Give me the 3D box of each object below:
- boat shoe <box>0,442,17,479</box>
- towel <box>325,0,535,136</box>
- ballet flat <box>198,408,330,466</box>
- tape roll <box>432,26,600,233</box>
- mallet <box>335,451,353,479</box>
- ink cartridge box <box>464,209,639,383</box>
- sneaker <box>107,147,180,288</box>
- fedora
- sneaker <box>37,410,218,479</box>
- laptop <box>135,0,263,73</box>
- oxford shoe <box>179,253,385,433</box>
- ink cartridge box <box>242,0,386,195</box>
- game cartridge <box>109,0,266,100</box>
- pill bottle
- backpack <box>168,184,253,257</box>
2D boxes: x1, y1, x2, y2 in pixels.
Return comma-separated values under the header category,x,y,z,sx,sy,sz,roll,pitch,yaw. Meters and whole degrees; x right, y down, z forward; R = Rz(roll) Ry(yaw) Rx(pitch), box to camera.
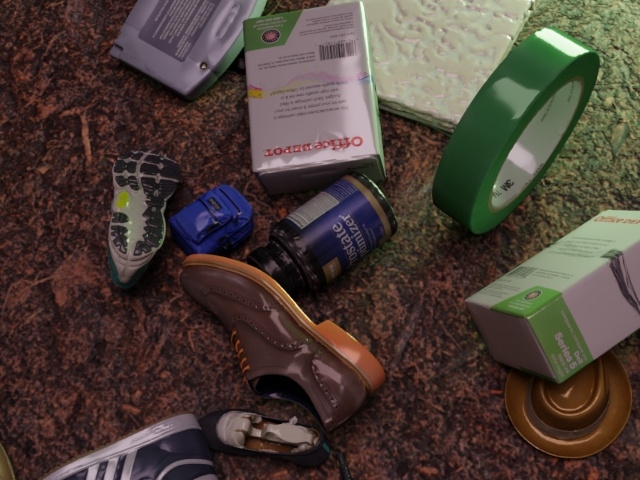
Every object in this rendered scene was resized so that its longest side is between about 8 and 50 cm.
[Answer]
category,x,y,z,sx,sy,sz,roll,pitch,yaw
boat shoe,-0.478,0.378,1.483,0.121,0.110,0.341,-21,63,-8
towel,0.163,-0.356,1.882,0.331,0.053,0.317,23,66,16
ballet flat,-0.084,0.274,1.544,0.203,0.074,0.074,10,63,9
tape roll,0.294,-0.161,1.618,0.077,0.321,0.321,36,69,19
mallet,0.054,0.375,1.486,0.039,0.062,0.190,-16,62,-7
ink cartridge box,0.376,0.072,1.545,0.273,0.198,0.115,-31,102,-13
sneaker,-0.292,-0.044,1.708,0.107,0.110,0.275,15,44,-8
fedora,0.360,0.212,1.549,0.194,0.079,0.194,-1,61,2
sneaker,-0.272,0.362,1.490,0.282,0.099,0.153,-26,64,-12
laptop,-0.197,-0.441,1.969,0.234,0.136,0.264,13,89,11
oxford shoe,-0.087,0.141,1.569,0.363,0.130,0.133,31,64,26
ink cartridge box,-0.010,-0.227,1.750,0.201,0.117,0.278,-8,71,8
game cartridge,-0.210,-0.401,1.869,0.198,0.062,0.297,31,88,7
pill bottle,0.000,0.000,1.658,0.219,0.123,0.123,-36,66,-15
backpack,-0.163,-0.028,1.696,0.120,0.101,0.098,-34,72,-19
